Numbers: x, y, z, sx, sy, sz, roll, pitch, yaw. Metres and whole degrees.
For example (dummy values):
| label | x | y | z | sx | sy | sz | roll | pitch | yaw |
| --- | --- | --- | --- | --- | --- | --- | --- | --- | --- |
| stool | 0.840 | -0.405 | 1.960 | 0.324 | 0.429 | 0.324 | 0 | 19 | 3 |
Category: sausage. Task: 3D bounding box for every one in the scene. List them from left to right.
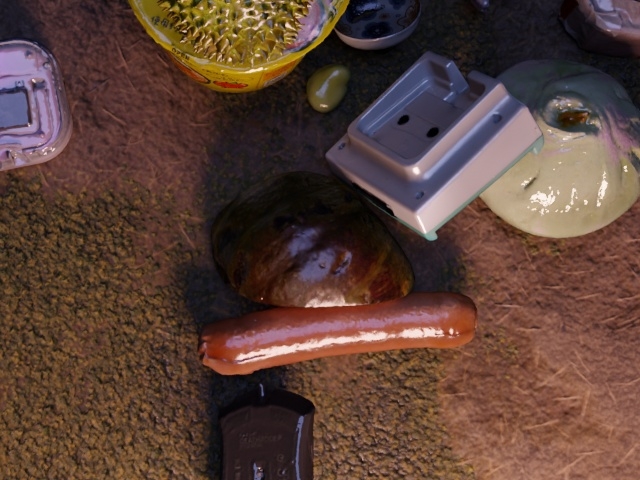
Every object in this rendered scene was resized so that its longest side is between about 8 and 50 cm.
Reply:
| label | x | y | z | sx | sy | sz | roll | pitch | yaw |
| --- | --- | --- | --- | --- | --- | --- | --- | --- | --- |
| sausage | 0.027 | 0.134 | 1.510 | 0.418 | 0.094 | 0.094 | -7 | 53 | -7 |

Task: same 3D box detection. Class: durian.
| label | x | y | z | sx | sy | sz | roll | pitch | yaw |
| --- | --- | --- | --- | --- | --- | --- | --- | --- | --- |
| durian | -0.098 | -0.340 | 1.270 | 0.200 | 0.176 | 0.237 | 34 | 92 | 19 |

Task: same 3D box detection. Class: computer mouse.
| label | x | y | z | sx | sy | sz | roll | pitch | yaw |
| --- | --- | --- | --- | --- | --- | --- | --- | --- | --- |
| computer mouse | -0.073 | 0.336 | 1.474 | 0.146 | 0.088 | 0.264 | -3 | 82 | 11 |

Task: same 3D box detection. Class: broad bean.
| label | x | y | z | sx | sy | sz | roll | pitch | yaw |
| --- | --- | --- | --- | --- | --- | --- | --- | --- | --- |
| broad bean | 0.012 | -0.240 | 1.584 | 0.063 | 0.045 | 0.083 | 34 | 88 | -12 |

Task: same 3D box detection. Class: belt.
| label | x | y | z | sx | sy | sz | roll | pitch | yaw |
| --- | --- | --- | --- | --- | --- | --- | --- | --- | --- |
| belt | 0.492 | -0.369 | 1.611 | 0.200 | 0.124 | 0.128 | 6 | 80 | -6 |

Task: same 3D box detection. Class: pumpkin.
| label | x | y | z | sx | sy | sz | roll | pitch | yaw |
| --- | --- | --- | --- | --- | --- | --- | --- | --- | --- |
| pumpkin | 0.000 | 0.000 | 1.474 | 0.312 | 0.148 | 0.169 | 0 | 110 | -8 |

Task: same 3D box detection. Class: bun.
| label | x | y | z | sx | sy | sz | roll | pitch | yaw |
| --- | --- | --- | --- | --- | --- | --- | --- | --- | --- |
| bun | 0.372 | -0.151 | 1.537 | 0.293 | 0.187 | 0.293 | 1 | 81 | -8 |

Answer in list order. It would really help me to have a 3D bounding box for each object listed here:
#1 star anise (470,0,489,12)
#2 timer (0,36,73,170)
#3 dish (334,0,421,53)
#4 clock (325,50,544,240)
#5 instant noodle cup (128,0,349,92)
| label | x | y | z | sx | sy | sz | roll | pitch | yaw |
| --- | --- | --- | --- | --- | --- | --- | --- | --- | --- |
| star anise | 0.270 | -0.474 | 1.610 | 0.229 | 0.093 | 0.237 | 16 | 88 | 9 |
| timer | -0.482 | -0.201 | 1.514 | 0.208 | 0.069 | 0.191 | -13 | 86 | -9 |
| dish | 0.092 | -0.328 | 1.594 | 0.141 | 0.078 | 0.141 | -7 | 48 | 8 |
| clock | 0.151 | -0.149 | 1.473 | 0.231 | 0.262 | 0.116 | -40 | 126 | -9 |
| instant noodle cup | -0.123 | -0.366 | 1.478 | 0.325 | 0.254 | 0.326 | 1 | 83 | -6 |
